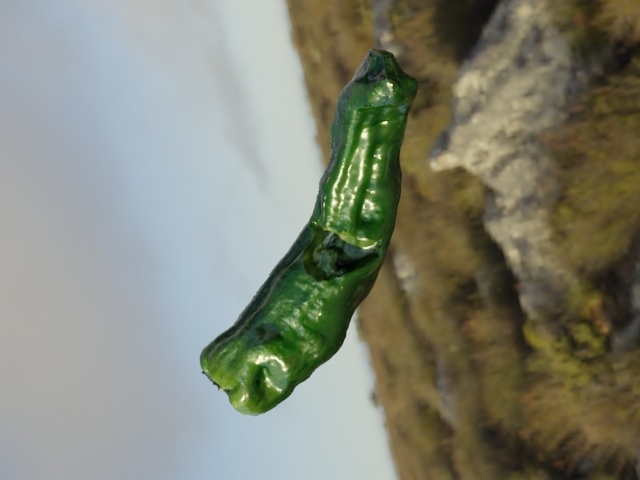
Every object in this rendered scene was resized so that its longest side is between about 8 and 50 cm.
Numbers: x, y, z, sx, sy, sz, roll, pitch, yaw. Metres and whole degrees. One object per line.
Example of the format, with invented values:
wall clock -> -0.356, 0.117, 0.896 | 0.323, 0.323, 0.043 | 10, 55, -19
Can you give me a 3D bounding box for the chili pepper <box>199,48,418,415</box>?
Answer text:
chili pepper -> 0.005, -0.002, 0.613 | 0.073, 0.050, 0.182 | -3, -59, -53
